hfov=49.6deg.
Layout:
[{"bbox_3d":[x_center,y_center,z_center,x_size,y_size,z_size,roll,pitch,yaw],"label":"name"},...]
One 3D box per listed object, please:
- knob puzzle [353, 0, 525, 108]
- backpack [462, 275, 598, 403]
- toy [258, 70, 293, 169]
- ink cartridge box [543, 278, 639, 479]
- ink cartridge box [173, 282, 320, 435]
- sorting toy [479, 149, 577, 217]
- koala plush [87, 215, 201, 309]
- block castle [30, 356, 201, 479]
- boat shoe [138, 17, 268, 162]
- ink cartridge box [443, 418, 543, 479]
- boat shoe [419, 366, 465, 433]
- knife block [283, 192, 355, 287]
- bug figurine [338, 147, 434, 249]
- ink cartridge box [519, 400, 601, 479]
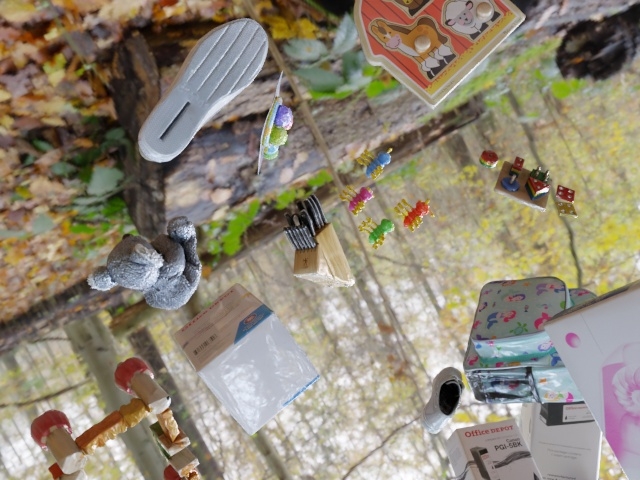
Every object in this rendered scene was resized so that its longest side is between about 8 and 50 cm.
[{"bbox_3d":[0.126,-0.285,0.846,0.213,0.213,0.030,-28,169,-6],"label":"knob puzzle"},{"bbox_3d":[0.398,0.180,1.257,0.253,0.191,0.225,-2,-146,27],"label":"backpack"},{"bbox_3d":[-0.094,-0.247,1.520,0.237,0.056,0.137,121,-15,-67],"label":"toy"},{"bbox_3d":[0.470,0.184,0.794,0.071,0.330,0.324,-20,168,-40],"label":"ink cartridge box"},{"bbox_3d":[-0.146,0.216,1.323,0.171,0.168,0.232,-39,-158,-11],"label":"ink cartridge box"},{"bbox_3d":[0.525,-0.146,1.738,0.046,0.274,0.132,106,12,-45],"label":"sorting toy"},{"bbox_3d":[-0.387,0.056,1.534,0.196,0.203,0.221,-22,169,16],"label":"koala plush"},{"bbox_3d":[-0.471,0.534,1.670,0.303,0.453,0.213,-33,-141,-27],"label":"block castle"},{"bbox_3d":[-0.206,-0.255,1.161,0.302,0.109,0.094,-51,-157,-18],"label":"boat shoe"},{"bbox_3d":[0.243,0.322,0.952,0.099,0.135,0.056,-5,141,-17],"label":"ink cartridge box"},{"bbox_3d":[0.306,0.364,1.641,0.081,0.079,0.227,-51,176,35],"label":"boat shoe"},{"bbox_3d":[0.000,0.000,2.070,0.088,0.242,0.275,-6,161,37],"label":"knife block"},{"bbox_3d":[0.176,-0.110,1.922,0.216,0.279,0.072,-44,154,23],"label":"bug figurine"},{"bbox_3d":[0.605,0.381,1.743,0.166,0.395,0.285,5,-177,11],"label":"ink cartridge box"}]
